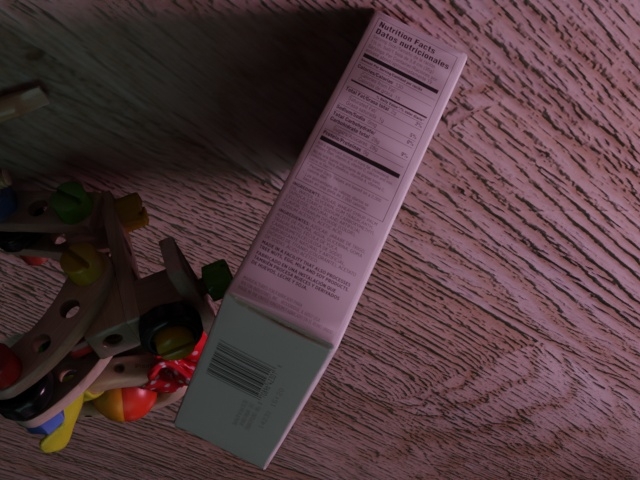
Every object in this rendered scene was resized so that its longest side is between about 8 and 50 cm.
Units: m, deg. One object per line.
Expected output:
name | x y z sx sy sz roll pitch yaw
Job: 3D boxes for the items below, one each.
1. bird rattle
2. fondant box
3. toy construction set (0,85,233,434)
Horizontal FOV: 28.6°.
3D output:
bird rattle | -0.238 0.167 1.552 0.253 0.143 0.207 -16 162 -10
fondant box | 0.000 0.000 1.078 0.096 0.330 0.238 27 144 0
toy construction set | -0.214 0.000 1.165 0.237 0.257 0.309 -19 118 9
